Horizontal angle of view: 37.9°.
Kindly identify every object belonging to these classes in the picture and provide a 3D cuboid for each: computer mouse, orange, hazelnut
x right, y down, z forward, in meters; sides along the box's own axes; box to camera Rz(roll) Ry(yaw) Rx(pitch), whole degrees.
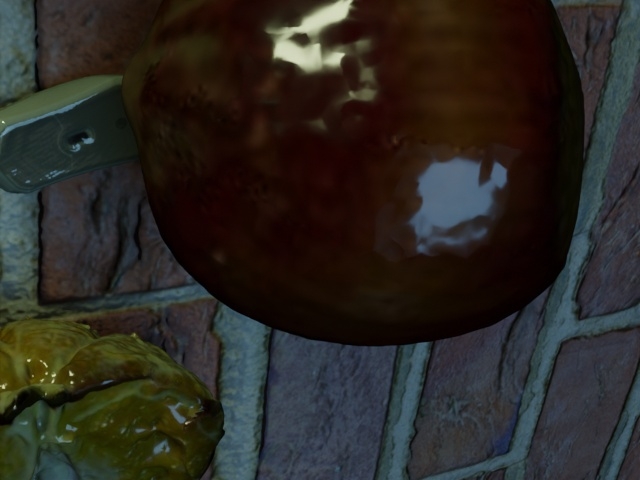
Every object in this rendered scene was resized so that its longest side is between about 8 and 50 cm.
[{"bbox_3d":[-0.238,-0.099,0.863,0.181,0.056,0.089,-23,123,-19],"label":"computer mouse"},{"bbox_3d":[-0.293,0.200,0.892,0.368,0.210,0.271,-14,125,-30],"label":"orange"},{"bbox_3d":[0.034,-0.109,0.829,0.421,0.353,0.421,5,78,-24],"label":"hazelnut"}]
